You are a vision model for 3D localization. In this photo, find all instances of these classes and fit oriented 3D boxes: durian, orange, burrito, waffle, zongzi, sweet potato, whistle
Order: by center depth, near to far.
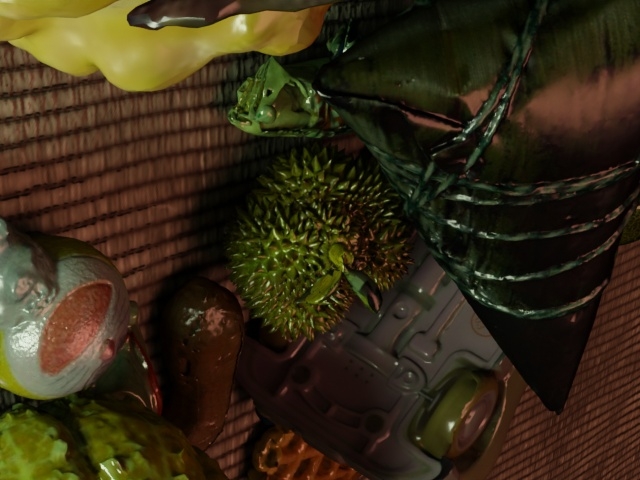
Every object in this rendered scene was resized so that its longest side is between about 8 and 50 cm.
[{"bbox_3d":[-0.206,0.036,1.265,0.123,0.123,0.223,-54,139,-11],"label":"whistle"},{"bbox_3d":[-0.201,0.250,1.359,0.301,0.223,0.300,-38,137,0],"label":"orange"},{"bbox_3d":[0.165,-0.037,1.465,0.319,0.362,0.383,-13,175,-3],"label":"zongzi"},{"bbox_3d":[-0.011,0.001,1.529,0.159,0.146,0.198,-35,-175,35],"label":"durian"},{"bbox_3d":[0.019,-0.138,1.537,0.288,0.054,0.104,-15,130,-56],"label":"burrito"},{"bbox_3d":[-0.111,0.122,1.580,0.081,0.062,0.233,-12,133,-32],"label":"sweet potato"},{"bbox_3d":[0.014,0.183,1.883,0.238,0.059,0.243,-46,149,-18],"label":"waffle"}]

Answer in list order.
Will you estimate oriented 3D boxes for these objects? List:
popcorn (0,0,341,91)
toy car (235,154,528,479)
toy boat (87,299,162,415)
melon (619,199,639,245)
[{"bbox_3d":[-0.068,-0.228,0.963,0.349,0.381,0.349,-25,134,-29],"label":"popcorn"},{"bbox_3d":[0.108,0.078,1.726,0.336,0.242,0.226,-55,157,-12],"label":"toy car"},{"bbox_3d":[-0.169,0.140,1.480,0.089,0.071,0.185,6,120,-16],"label":"toy boat"},{"bbox_3d":[0.309,-0.047,2.025,0.265,0.169,0.129,-26,140,-47],"label":"melon"}]
